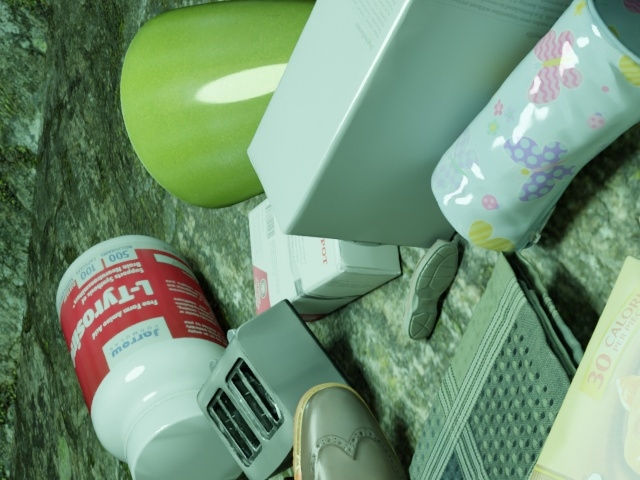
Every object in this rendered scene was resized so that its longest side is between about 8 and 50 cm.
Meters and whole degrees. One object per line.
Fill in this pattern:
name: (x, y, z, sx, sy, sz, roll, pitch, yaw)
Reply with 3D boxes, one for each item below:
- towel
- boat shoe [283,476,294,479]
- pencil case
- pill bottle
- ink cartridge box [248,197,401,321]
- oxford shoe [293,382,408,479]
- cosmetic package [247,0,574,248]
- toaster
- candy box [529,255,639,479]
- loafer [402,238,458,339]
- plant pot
towel: (0.176, 0.217, 0.992, 0.312, 0.056, 0.324, -103, 26, -54)
boat shoe: (0.012, 0.341, 1.297, 0.207, 0.073, 0.073, 12, 93, 60)
pencil case: (0.214, -0.106, 0.992, 0.273, 0.114, 0.124, -54, 52, 41)
pill bottle: (-0.248, 0.189, 1.619, 0.407, 0.229, 0.229, 55, 131, 48)
ink cartridge box: (0.000, 0.000, 1.362, 0.218, 0.092, 0.158, -35, 56, 55)
oxford shoe: (0.065, 0.310, 1.136, 0.132, 0.130, 0.363, 114, 140, -62)
cosmetic package: (0.102, -0.179, 1.100, 0.385, 0.217, 0.156, -58, 39, 34)
toaster: (-0.053, 0.194, 1.326, 0.185, 0.110, 0.168, 52, 140, 16)
candy box: (0.223, 0.188, 0.696, 0.183, 0.088, 0.316, 31, 101, 58)
loafer: (0.116, 0.050, 1.203, 0.039, 0.045, 0.125, -124, 45, -57)
plant pot: (-0.053, -0.194, 1.354, 0.294, 0.275, 0.274, -9, 77, 43)
